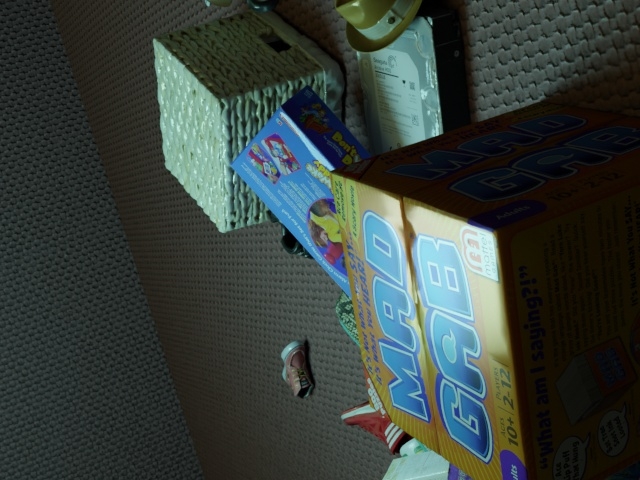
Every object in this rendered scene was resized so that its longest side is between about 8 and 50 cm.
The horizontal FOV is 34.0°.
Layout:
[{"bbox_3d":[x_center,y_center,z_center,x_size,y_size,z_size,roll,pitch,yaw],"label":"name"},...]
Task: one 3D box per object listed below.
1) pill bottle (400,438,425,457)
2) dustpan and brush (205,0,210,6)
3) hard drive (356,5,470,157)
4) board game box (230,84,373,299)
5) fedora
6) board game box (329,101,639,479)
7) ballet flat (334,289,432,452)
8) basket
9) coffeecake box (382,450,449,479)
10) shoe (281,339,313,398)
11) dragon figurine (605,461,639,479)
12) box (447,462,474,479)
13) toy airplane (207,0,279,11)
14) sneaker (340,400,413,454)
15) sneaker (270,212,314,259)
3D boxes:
[{"bbox_3d":[0.246,0.462,1.982,0.208,0.117,0.117,62,154,18],"label":"pill bottle"},{"bbox_3d":[-0.224,-0.601,2.221,0.147,0.060,0.211,43,144,45],"label":"dustpan and brush"},{"bbox_3d":[0.153,-0.218,1.731,0.237,0.064,0.339,29,132,55],"label":"hard drive"},{"bbox_3d":[0.022,-0.071,1.828,0.347,0.078,0.233,48,146,-2],"label":"board game box"},{"bbox_3d":[0.084,-0.388,1.630,0.194,0.079,0.194,-30,49,43],"label":"fedora"},{"bbox_3d":[0.273,0.057,1.332,0.356,0.356,0.357,25,130,58],"label":"board game box"},{"bbox_3d":[0.186,0.217,1.902,0.483,0.164,0.182,54,136,35],"label":"ballet flat"},{"bbox_3d":[-0.147,-0.246,2.091,0.328,0.266,0.331,46,145,43],"label":"basket"},{"bbox_3d":[0.217,0.426,1.770,0.185,0.068,0.142,-24,110,43],"label":"coffeecake box"},{"bbox_3d":[-0.051,0.318,2.560,0.081,0.063,0.178,54,156,28],"label":"shoe"},{"bbox_3d":[0.399,0.276,1.426,0.144,0.289,0.085,-84,4,-57],"label":"dragon figurine"},{"bbox_3d":[0.264,0.263,1.609,0.057,0.293,0.201,14,127,19],"label":"box"},{"bbox_3d":[-0.185,-0.607,1.892,0.386,0.272,0.384,-5,137,51],"label":"toy airplane"},{"bbox_3d":[0.120,0.405,2.240,0.128,0.087,0.221,68,157,9],"label":"sneaker"},{"bbox_3d":[0.000,0.000,2.038,0.097,0.135,0.276,16,151,53],"label":"sneaker"}]
